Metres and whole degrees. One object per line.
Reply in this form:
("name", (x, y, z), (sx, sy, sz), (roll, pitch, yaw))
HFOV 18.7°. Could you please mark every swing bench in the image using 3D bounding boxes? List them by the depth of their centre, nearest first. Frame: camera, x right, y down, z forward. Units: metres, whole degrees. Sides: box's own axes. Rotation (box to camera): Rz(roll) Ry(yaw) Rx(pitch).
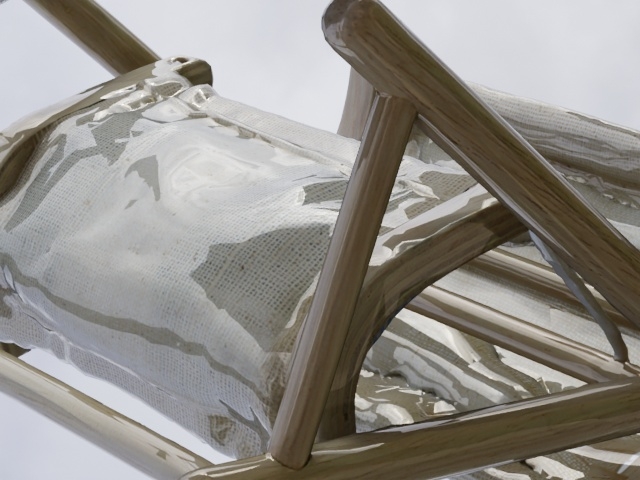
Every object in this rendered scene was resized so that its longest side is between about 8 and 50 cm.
("swing bench", (0.000, 0.000, 0.694), (0.254, 0.253, 0.165), (15, -86, -42))

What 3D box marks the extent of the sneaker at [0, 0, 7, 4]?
("sneaker", (-0.052, -0.159, 0.508), (0.292, 0.108, 0.169), (-35, -11, 11))
